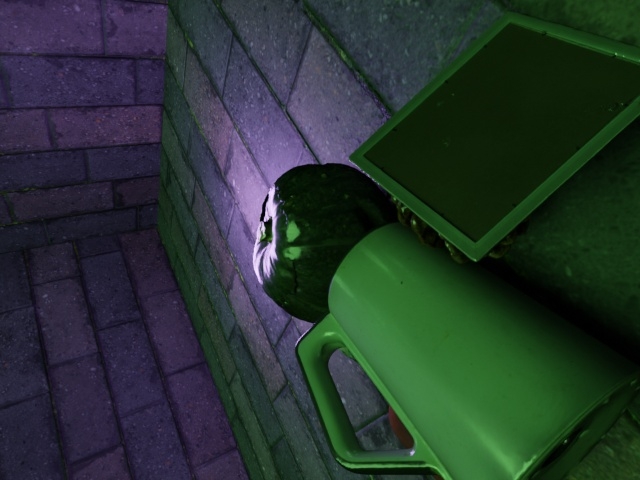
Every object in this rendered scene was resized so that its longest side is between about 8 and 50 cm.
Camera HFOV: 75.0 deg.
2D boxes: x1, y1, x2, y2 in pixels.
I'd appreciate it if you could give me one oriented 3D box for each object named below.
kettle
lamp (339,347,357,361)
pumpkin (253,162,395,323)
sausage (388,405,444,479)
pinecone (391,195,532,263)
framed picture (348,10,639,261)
[{"bbox_3d":[0.155,0.188,0.604,0.361,0.250,0.377,-46,46,2],"label":"kettle"},{"bbox_3d":[0.096,0.221,0.923,0.250,0.101,0.101,22,120,40],"label":"lamp"},{"bbox_3d":[0.000,0.000,0.842,0.291,0.257,0.328,-124,43,-58],"label":"pumpkin"},{"bbox_3d":[0.233,0.336,0.692,0.279,0.152,0.152,36,130,47],"label":"sausage"},{"bbox_3d":[0.188,-0.078,0.583,0.212,0.185,0.169,-117,8,-55],"label":"pinecone"},{"bbox_3d":[0.206,-0.139,0.490,0.232,0.296,0.019,49,-179,38],"label":"framed picture"}]
